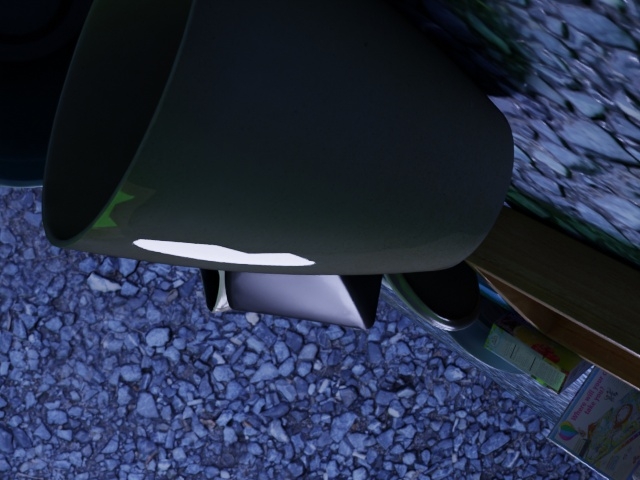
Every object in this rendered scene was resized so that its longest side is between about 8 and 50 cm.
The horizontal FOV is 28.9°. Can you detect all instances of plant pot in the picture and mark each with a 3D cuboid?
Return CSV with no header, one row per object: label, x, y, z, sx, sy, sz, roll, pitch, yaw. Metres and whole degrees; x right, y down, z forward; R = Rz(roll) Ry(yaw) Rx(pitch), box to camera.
plant pot,-0.014,-0.079,0.849,0.274,0.256,0.256,18,-177,-26
plant pot,-0.022,-0.018,1.483,0.188,0.187,0.167,8,161,12
plant pot,-0.300,-0.223,1.224,0.271,0.272,0.255,37,-171,-28

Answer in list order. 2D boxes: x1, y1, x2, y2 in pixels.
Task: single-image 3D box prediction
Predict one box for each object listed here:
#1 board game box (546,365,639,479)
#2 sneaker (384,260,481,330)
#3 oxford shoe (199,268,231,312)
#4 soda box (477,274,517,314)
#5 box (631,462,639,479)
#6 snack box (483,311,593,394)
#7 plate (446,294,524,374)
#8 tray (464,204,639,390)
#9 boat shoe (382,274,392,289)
board game box,0.347,0.194,1.429,0.103,0.154,0.026,35,176,8
sneaker,0.097,-0.009,1.204,0.222,0.083,0.118,60,170,-3
oxford shoe,-0.172,-0.069,1.826,0.140,0.146,0.397,23,140,61
soda box,0.146,-0.003,1.387,0.210,0.067,0.071,32,174,33
box,0.490,0.275,1.294,0.154,0.142,0.300,36,175,-20
snack box,0.261,0.106,1.379,0.100,0.037,0.141,34,-145,24
plate,0.202,0.070,1.438,0.188,0.024,0.188,23,-138,-22
tray,0.334,0.108,1.129,0.411,0.076,0.203,32,175,42
boat shoe,0.169,0.035,1.670,0.319,0.116,0.099,40,136,36
